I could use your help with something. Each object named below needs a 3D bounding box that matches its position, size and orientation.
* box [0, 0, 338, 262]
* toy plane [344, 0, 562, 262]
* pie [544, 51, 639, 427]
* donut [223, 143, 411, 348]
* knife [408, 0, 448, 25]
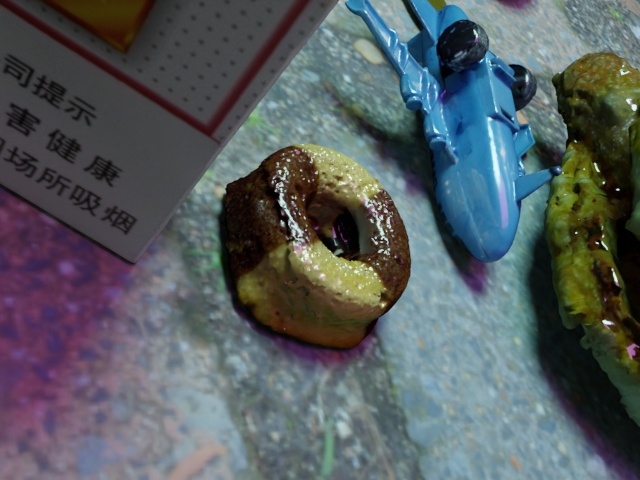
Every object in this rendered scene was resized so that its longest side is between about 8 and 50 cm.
[{"bbox_3d":[-0.097,-0.151,0.388,0.210,0.330,0.095,33,43,-14],"label":"box"},{"bbox_3d":[0.125,-0.105,0.707,0.254,0.105,0.271,25,40,-42],"label":"toy plane"},{"bbox_3d":[0.373,0.044,0.729,0.418,0.180,0.395,38,41,-21],"label":"pie"},{"bbox_3d":[0.000,0.000,0.555,0.141,0.059,0.140,23,47,-27],"label":"donut"},{"bbox_3d":[0.079,-0.324,0.894,0.061,0.027,0.342,1,57,-43],"label":"knife"}]
